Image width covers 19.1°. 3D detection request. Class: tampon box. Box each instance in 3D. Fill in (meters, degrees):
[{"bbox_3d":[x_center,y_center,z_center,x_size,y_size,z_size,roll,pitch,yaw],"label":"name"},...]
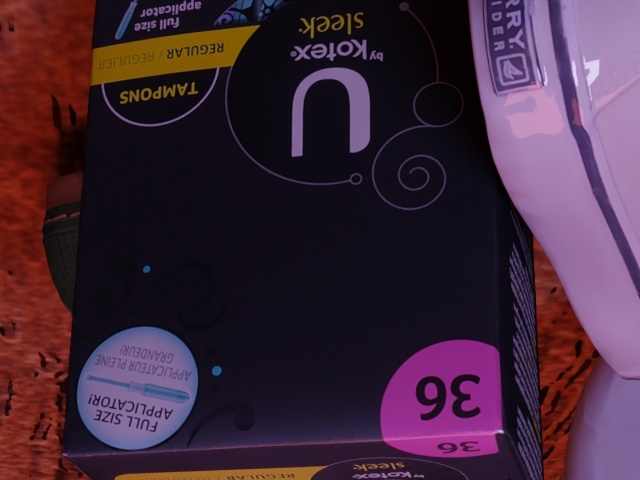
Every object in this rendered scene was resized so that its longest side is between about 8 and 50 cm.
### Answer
[{"bbox_3d":[0.000,0.000,0.560,0.120,0.161,0.101,-5,155,12],"label":"tampon box"}]

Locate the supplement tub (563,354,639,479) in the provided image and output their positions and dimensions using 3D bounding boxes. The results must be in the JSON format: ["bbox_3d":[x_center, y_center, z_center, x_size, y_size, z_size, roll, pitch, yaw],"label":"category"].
[{"bbox_3d":[0.236,0.125,0.797,0.191,0.191,0.272,-13,153,27],"label":"supplement tub"}]

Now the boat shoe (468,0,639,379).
[{"bbox_3d":[0.116,-0.025,0.574,0.088,0.096,0.267,-8,156,17],"label":"boat shoe"}]

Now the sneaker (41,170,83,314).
[{"bbox_3d":[-0.020,0.070,0.765,0.108,0.121,0.302,-8,154,19],"label":"sneaker"}]
